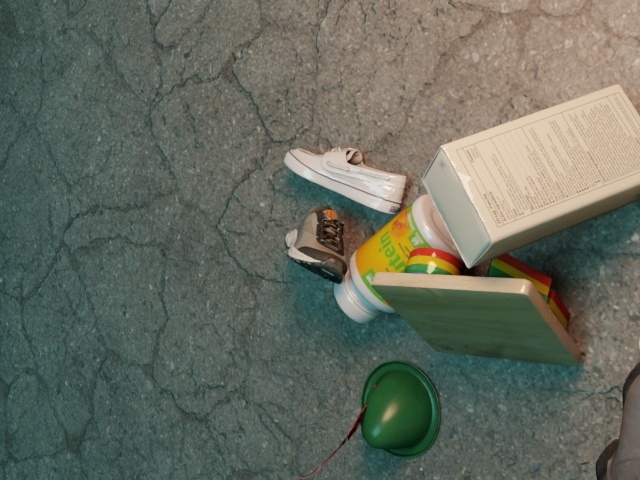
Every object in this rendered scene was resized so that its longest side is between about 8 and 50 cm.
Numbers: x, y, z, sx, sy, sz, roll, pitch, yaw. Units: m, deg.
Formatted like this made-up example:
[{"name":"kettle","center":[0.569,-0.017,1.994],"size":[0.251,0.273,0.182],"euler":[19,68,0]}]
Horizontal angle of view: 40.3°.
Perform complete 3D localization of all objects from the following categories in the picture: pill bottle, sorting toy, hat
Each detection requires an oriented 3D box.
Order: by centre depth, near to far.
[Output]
[{"name":"sorting toy","center":[0.255,0.096,1.376],"size":[0.257,0.255,0.089],"euler":[2,61,36]},{"name":"pill bottle","center":[0.138,0.042,1.529],"size":[0.245,0.136,0.136],"euler":[-42,68,33]},{"name":"hat","center":[0.092,0.330,1.554],"size":[0.173,0.183,0.209],"euler":[13,101,37]}]

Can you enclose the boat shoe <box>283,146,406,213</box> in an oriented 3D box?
[{"name":"boat shoe","center":[0.049,-0.133,1.628],"size":[0.258,0.095,0.084],"euler":[25,104,24]}]

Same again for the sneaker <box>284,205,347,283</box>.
[{"name":"sneaker","center":[0.000,0.000,1.591],"size":[0.108,0.100,0.271],"euler":[-58,16,8]}]

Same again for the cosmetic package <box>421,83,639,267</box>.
[{"name":"cosmetic package","center":[0.324,-0.095,1.262],"size":[0.113,0.309,0.160],"euler":[111,137,-67]}]

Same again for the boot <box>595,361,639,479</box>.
[{"name":"boot","center":[0.458,0.331,1.181],"size":[0.118,0.223,0.338],"euler":[7,131,10]}]
